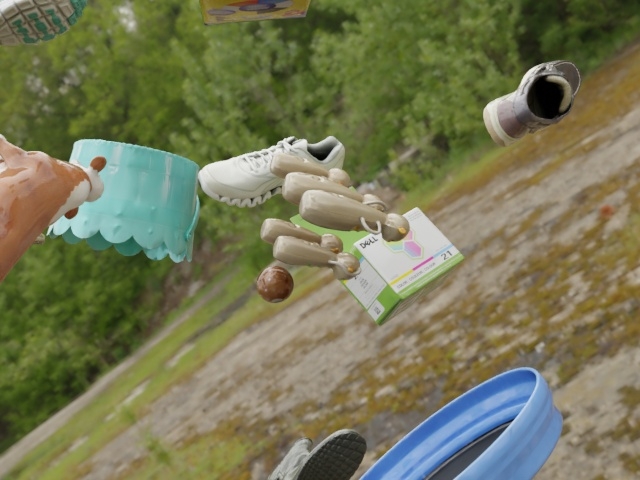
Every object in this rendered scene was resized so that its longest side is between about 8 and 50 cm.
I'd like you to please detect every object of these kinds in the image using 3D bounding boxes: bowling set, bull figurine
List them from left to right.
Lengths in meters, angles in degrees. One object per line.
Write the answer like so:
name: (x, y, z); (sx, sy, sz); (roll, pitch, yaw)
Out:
bull figurine: (-0.415, -0.058, 1.304); (0.101, 0.188, 0.310); (-56, 4, 37)
bowling set: (0.000, 0.000, 1.431); (0.287, 0.154, 0.200); (-119, 46, -65)

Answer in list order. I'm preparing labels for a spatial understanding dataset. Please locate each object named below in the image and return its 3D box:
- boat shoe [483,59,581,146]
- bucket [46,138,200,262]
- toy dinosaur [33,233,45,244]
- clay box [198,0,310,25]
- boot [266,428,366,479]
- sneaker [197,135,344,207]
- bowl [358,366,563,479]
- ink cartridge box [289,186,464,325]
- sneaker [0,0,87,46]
boat shoe: (0.373, -0.235, 1.637); (0.092, 0.103, 0.285); (-17, 10, 45)
bucket: (-0.358, -0.071, 1.863); (0.281, 0.281, 0.183); (169, 112, -72)
toy dinosaur: (-0.516, -0.075, 1.538); (0.118, 0.268, 0.064); (-2, 43, 46)
clay box: (-0.074, -0.286, 1.098); (0.127, 0.053, 0.222); (-6, 3, -4)
boot: (-0.022, 0.394, 1.761); (0.246, 0.083, 0.161); (-51, 18, 14)
sneaker: (-0.085, -0.136, 1.818); (0.292, 0.110, 0.118); (-8, -40, -30)
bowl: (0.173, 0.330, 1.400); (0.391, 0.077, 0.391); (-38, 0, 0)
ink cartridge box: (0.099, -0.001, 1.775); (0.188, 0.255, 0.097); (-29, -17, -41)
sneaker: (-0.301, -0.216, 0.916); (0.166, 0.076, 0.065); (-20, -25, -11)
